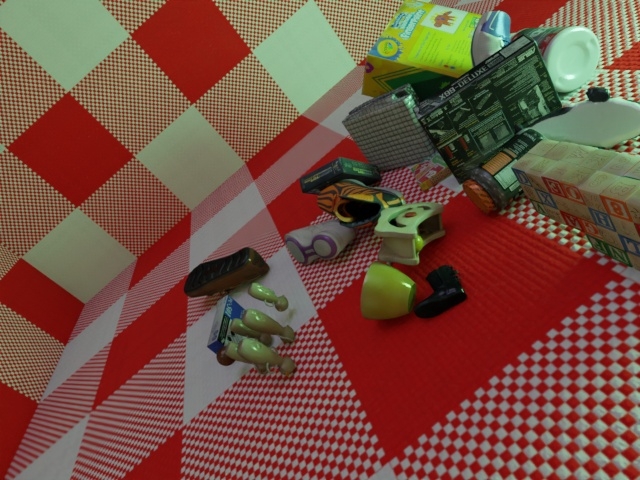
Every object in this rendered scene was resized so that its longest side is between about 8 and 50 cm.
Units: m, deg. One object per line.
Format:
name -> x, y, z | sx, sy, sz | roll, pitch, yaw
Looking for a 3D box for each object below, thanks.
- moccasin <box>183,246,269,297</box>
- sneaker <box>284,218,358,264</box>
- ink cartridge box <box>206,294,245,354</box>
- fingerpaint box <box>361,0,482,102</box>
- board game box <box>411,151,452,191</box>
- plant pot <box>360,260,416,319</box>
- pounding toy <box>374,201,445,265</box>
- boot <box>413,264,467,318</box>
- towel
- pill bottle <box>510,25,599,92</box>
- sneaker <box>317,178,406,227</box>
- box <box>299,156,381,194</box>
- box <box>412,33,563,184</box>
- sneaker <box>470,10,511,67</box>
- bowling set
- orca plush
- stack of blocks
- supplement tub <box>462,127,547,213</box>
moccasin -> -0.361, 0.136, 1.648 | 0.379, 0.147, 0.139 | -25, 45, 23
sneaker -> 0.000, 0.000, 1.411 | 0.152, 0.114, 0.305 | -35, 19, -32
ink cartridge box -> -0.286, 0.271, 1.362 | 0.046, 0.097, 0.207 | -33, 28, 17
fingerpaint box -> 0.394, -0.637, 1.526 | 0.370, 0.163, 0.445 | 20, 54, 11
board game box -> 0.398, -0.252, 1.300 | 0.259, 0.039, 0.124 | -31, 28, 16
plant pot -> 0.158, 0.118, 0.976 | 0.095, 0.134, 0.134 | 9, 51, 26
pounding toy -> 0.228, 0.000, 1.081 | 0.154, 0.155, 0.269 | -3, 22, 18
boot -> 0.249, 0.107, 0.943 | 0.121, 0.045, 0.099 | -27, 31, 12
towel -> 0.244, -0.373, 1.470 | 0.283, 0.235, 0.121 | -8, 36, 49
pill bottle -> 0.623, -0.521, 1.252 | 0.161, 0.161, 0.283 | -39, 26, 6
sneaker -> 0.076, -0.112, 1.297 | 0.321, 0.125, 0.180 | 6, 15, 43
box -> 0.070, -0.209, 1.490 | 0.183, 0.059, 0.232 | -22, -12, 36
box -> 0.431, -0.319, 1.115 | 0.307, 0.242, 0.077 | -32, 32, 21
sneaker -> 0.506, -0.454, 1.202 | 0.182, 0.127, 0.316 | 20, 104, 50
bowling set -> -0.174, 0.275, 1.196 | 0.200, 0.154, 0.287 | -50, 22, 29
orca plush -> 0.600, -0.247, 0.996 | 0.287, 0.102, 0.151 | -20, 77, 56
stack of blocks -> 0.480, -0.060, 0.738 | 0.087, 0.171, 0.297 | -40, 25, 3
supplement tub -> 0.432, -0.156, 1.010 | 0.190, 0.117, 0.117 | -39, 26, 6
